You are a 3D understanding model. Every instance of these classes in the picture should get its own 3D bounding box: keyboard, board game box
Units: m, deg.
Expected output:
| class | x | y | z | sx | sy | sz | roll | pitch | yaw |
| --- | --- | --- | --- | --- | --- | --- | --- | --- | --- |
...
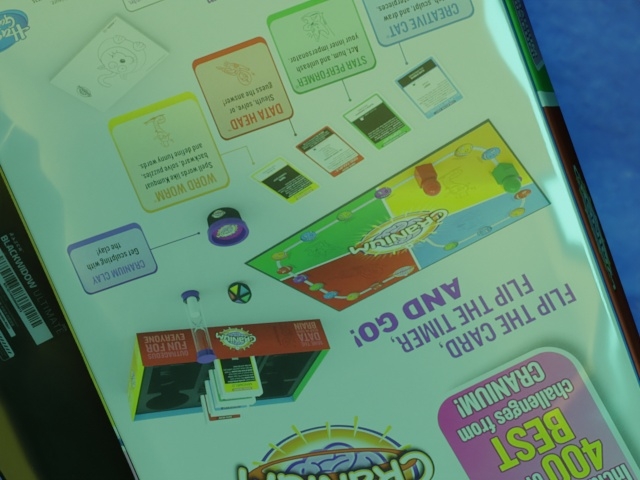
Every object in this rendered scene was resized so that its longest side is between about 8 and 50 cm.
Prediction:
| class | x | y | z | sx | sy | sz | roll | pitch | yaw |
| --- | --- | --- | --- | --- | --- | --- | --- | --- | --- |
| keyboard | -0.182 | 0.039 | 0.842 | 0.201 | 0.033 | 0.317 | -26 | 100 | 15 |
| board game box | 0.000 | 0.000 | 0.749 | 0.242 | 0.064 | 0.317 | -17 | 104 | 14 |
